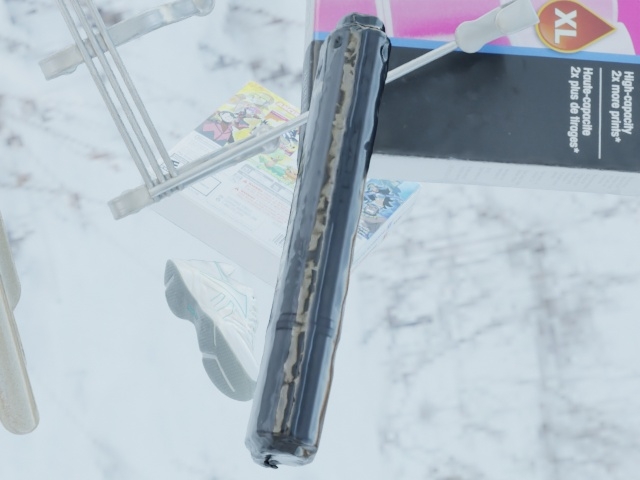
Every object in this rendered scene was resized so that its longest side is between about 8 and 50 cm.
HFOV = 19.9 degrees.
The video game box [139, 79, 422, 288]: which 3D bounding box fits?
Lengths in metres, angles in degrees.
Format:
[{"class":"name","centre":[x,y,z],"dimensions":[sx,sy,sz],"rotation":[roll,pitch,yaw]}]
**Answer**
[{"class":"video game box","centre":[-0.037,-0.045,1.711],"dimensions":[0.187,0.205,0.048],"rotation":[-46,163,-42]}]

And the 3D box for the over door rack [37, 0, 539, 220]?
[{"class":"over door rack","centre":[-0.044,-0.185,1.264],"dimensions":[0.108,0.324,0.239],"rotation":[-112,176,-83]}]

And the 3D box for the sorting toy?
[{"class":"sorting toy","centre":[-0.221,0.000,1.152],"dimensions":[0.208,0.038,0.193],"rotation":[-119,-164,-66]}]

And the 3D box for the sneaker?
[{"class":"sneaker","centre":[-0.069,0.062,1.409],"dimensions":[0.061,0.054,0.152],"rotation":[-7,42,-25]}]

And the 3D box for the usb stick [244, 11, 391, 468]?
[{"class":"usb stick","centre":[0.000,0.000,1.100],"dimensions":[0.077,0.045,0.278],"rotation":[103,-2,-76]}]

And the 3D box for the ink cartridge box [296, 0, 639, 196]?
[{"class":"ink cartridge box","centre":[0.171,-0.126,1.332],"dimensions":[0.069,0.371,0.176],"rotation":[119,-26,-74]}]
